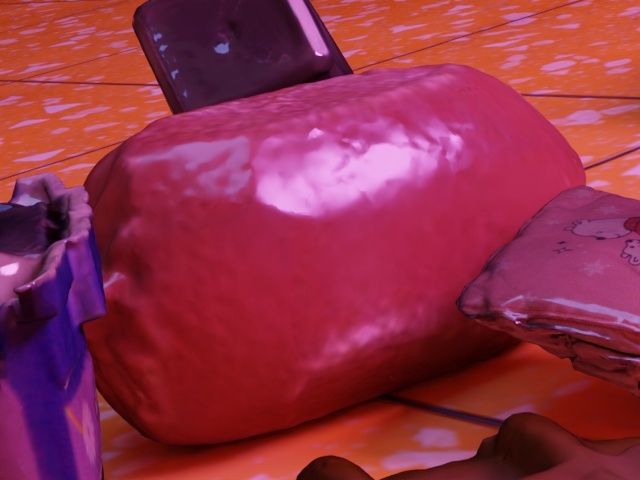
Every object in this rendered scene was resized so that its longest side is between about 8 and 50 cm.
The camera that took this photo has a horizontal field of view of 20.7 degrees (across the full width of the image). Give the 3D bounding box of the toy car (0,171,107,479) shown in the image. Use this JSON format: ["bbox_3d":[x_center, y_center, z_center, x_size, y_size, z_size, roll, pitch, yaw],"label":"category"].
[{"bbox_3d":[-0.176,0.066,0.555,0.235,0.158,0.172,-13,14,-5],"label":"toy car"}]

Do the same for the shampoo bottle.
[{"bbox_3d":[-0.013,-0.058,0.897,0.079,0.080,0.246,-27,-21,5],"label":"shampoo bottle"}]

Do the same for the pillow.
[{"bbox_3d":[0.184,0.029,0.647,0.248,0.049,0.135,8,23,27],"label":"pillow"}]

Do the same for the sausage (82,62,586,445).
[{"bbox_3d":[0.000,0.000,0.747,0.254,0.148,0.148,-22,18,-33],"label":"sausage"}]

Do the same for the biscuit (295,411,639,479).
[{"bbox_3d":[0.046,0.121,0.300,0.332,0.103,0.332,-11,14,3],"label":"biscuit"}]
